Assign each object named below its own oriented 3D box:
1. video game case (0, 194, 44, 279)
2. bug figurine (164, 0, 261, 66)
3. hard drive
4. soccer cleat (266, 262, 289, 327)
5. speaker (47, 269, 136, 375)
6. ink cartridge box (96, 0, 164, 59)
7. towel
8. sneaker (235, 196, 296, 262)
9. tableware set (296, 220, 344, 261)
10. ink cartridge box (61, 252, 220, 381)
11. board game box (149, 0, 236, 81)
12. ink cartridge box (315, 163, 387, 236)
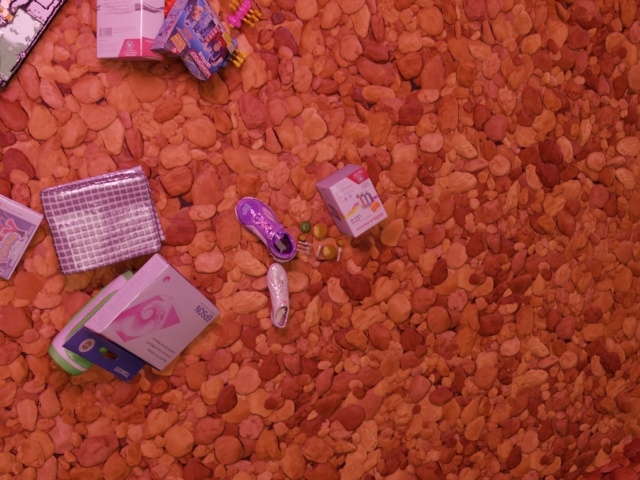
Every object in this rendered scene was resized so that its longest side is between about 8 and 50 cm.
[{"bbox_3d":[-0.833,-0.021,1.690,0.184,0.023,0.201,29,104,-21],"label":"video game case"},{"bbox_3d":[-0.295,-0.608,1.801,0.279,0.072,0.216,40,90,-27],"label":"bug figurine"},{"bbox_3d":[-0.782,-0.577,1.627,0.237,0.064,0.338,34,85,-22],"label":"hard drive"},{"bbox_3d":[-0.121,0.166,1.993,0.068,0.076,0.196,-5,100,-20],"label":"soccer cleat"},{"bbox_3d":[-0.584,0.220,1.800,0.296,0.131,0.131,-45,111,-9],"label":"speaker"},{"bbox_3d":[-0.480,-0.569,1.686,0.092,0.159,0.217,-15,110,-60],"label":"ink cartridge box"},{"bbox_3d":[-0.568,-0.053,1.763,0.284,0.121,0.234,-16,105,-18],"label":"towel"},{"bbox_3d":[-0.148,-0.031,1.933,0.095,0.104,0.236,-43,104,-6],"label":"sneaker"},{"bbox_3d":[0.000,0.000,2.043,0.154,0.024,0.103,14,90,-21],"label":"tableware set"},{"bbox_3d":[-0.461,0.233,1.785,0.330,0.071,0.324,-47,149,-9],"label":"ink cartridge box"},{"bbox_3d":[-0.333,-0.509,1.701,0.194,0.060,0.194,-57,133,-26],"label":"board game box"},{"bbox_3d":[0.093,-0.119,2.001,0.128,0.127,0.176,-33,110,-13],"label":"ink cartridge box"}]
